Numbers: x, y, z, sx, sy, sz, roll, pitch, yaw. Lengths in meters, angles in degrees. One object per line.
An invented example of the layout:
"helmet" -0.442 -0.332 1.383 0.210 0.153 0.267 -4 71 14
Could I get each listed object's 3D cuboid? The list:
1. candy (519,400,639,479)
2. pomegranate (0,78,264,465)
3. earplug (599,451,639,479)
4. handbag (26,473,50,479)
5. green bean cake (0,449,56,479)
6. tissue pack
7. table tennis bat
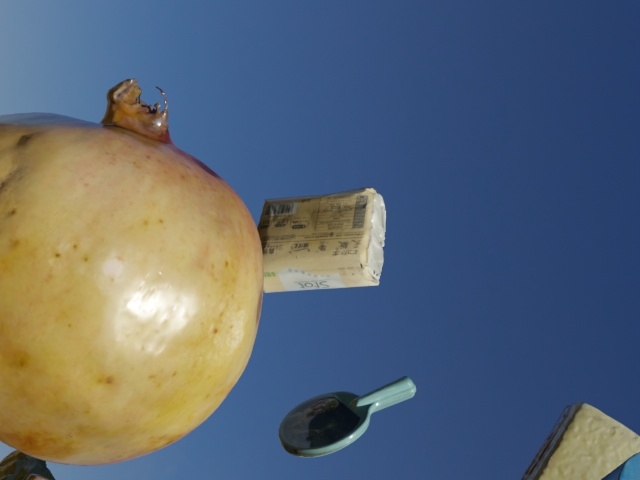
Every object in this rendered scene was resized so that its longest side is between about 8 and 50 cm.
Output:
"candy" 0.515 0.499 1.938 0.179 0.320 0.135 36 -17 7
"pomegranate" -0.203 0.018 0.830 0.338 0.338 0.338 175 -90 -65
"earplug" 0.519 0.450 1.609 0.273 0.132 0.132 102 -25 -65
"handbag" -0.387 0.421 1.437 0.193 0.151 0.072 110 7 -64
"green bean cake" -0.519 0.519 1.746 0.124 0.236 0.233 -28 -160 31
"tissue pack" 0.000 0.000 1.665 0.090 0.222 0.186 66 24 -51
"table tennis bat" 0.044 0.279 1.535 0.149 0.237 0.038 -131 -158 -65
